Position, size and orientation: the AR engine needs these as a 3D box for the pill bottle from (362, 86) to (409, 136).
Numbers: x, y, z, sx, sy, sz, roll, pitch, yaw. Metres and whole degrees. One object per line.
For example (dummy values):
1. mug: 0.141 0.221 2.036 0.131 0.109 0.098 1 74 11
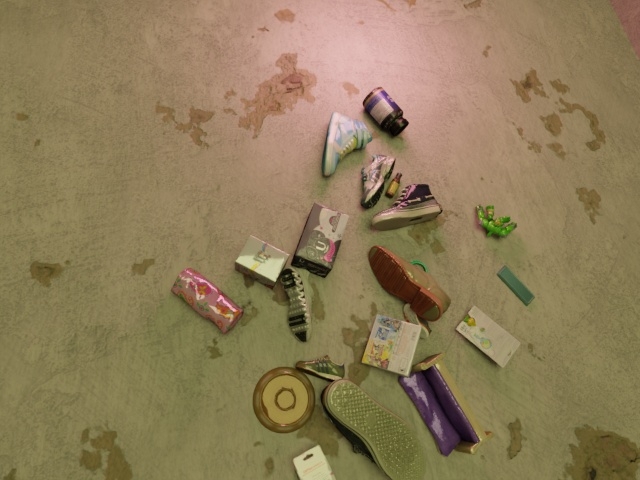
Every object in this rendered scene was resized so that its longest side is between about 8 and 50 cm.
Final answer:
1. pill bottle: 0.307 -0.596 2.187 0.122 0.123 0.219 -37 82 -20

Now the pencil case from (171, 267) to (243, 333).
1. pencil case: -0.426 0.225 1.761 0.284 0.124 0.124 37 68 4

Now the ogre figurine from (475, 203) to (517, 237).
1. ogre figurine: 0.791 -0.079 2.128 0.197 0.097 0.118 40 49 -12

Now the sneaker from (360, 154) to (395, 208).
1. sneaker: 0.228 -0.264 2.083 0.122 0.110 0.283 22 65 16

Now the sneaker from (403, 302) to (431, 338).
1. sneaker: 0.401 0.326 1.934 0.064 0.061 0.158 -19 75 -45

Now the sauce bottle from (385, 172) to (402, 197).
1. sauce bottle: 0.334 -0.250 2.115 0.042 0.042 0.128 30 70 0

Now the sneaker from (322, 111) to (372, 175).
1. sneaker: 0.123 -0.417 2.087 0.208 0.127 0.319 12 70 -6

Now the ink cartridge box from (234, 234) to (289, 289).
1. ink cartridge box: -0.232 0.086 1.838 0.176 0.128 0.127 28 68 0

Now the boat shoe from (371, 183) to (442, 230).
1. boat shoe: 0.356 -0.151 2.055 0.340 0.127 0.158 -9 67 -23

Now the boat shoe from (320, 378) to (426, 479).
1. boat shoe: 0.190 0.693 1.707 0.500 0.156 0.187 45 63 -7

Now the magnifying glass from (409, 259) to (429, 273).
1. magnifying glass: 0.451 0.187 1.999 0.092 0.026 0.231 -29 80 -19

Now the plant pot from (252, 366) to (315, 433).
1. plant pot: -0.132 0.588 1.737 0.236 0.032 0.237 3 71 -10

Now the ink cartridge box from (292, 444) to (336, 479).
1. ink cartridge box: -0.014 0.838 1.656 0.115 0.067 0.198 -22 78 -18

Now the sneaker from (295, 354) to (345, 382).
1. sneaker: 0.005 0.477 1.791 0.192 0.064 0.086 20 61 -4

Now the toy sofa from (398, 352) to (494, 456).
1. toy sofa: 0.468 0.627 1.783 0.177 0.150 0.363 -26 78 -19

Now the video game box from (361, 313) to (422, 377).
1. video game box: 0.280 0.410 1.833 0.187 0.048 0.205 13 67 22

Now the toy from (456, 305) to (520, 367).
1. toy: 0.692 0.402 1.957 0.237 0.056 0.137 41 72 10

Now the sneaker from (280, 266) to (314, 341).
1. sneaker: -0.067 0.246 1.834 0.118 0.110 0.292 -2 81 -50

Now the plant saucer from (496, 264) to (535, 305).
1. plant saucer: 0.870 0.199 2.084 0.067 0.018 0.192 -39 83 -20

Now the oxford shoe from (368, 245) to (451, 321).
1. oxford shoe: 0.364 0.162 1.941 0.397 0.140 0.146 47 41 18

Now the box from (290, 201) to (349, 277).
1. box: 0.000 0.000 1.907 0.163 0.142 0.247 21 69 -3
